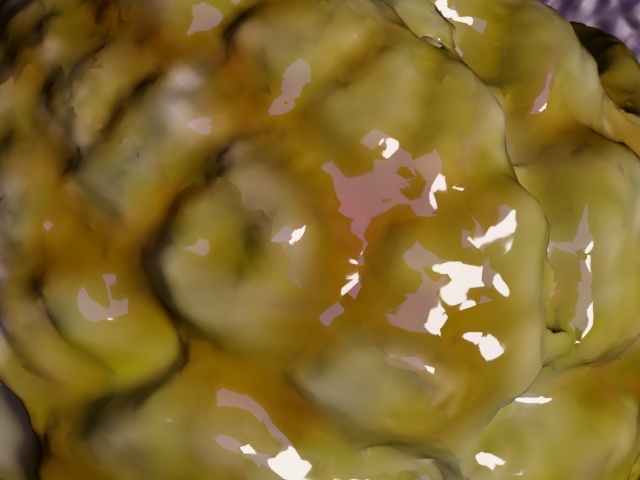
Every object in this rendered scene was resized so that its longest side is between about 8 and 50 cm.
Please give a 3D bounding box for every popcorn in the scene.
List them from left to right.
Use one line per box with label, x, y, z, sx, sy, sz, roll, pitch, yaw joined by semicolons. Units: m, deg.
popcorn;0.008;0.004;0.673;0.335;0.279;0.274;21;72;7
